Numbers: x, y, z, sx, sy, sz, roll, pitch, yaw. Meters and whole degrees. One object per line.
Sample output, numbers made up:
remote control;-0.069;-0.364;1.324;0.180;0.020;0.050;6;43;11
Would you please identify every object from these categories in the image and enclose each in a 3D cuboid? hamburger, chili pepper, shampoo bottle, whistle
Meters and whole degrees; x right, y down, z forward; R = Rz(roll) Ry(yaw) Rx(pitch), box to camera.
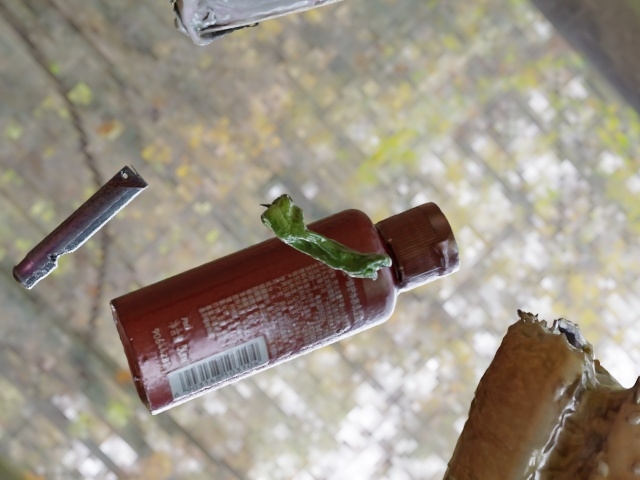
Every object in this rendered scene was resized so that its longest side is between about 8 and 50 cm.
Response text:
hamburger;0.235;0.263;1.634;0.287;0.268;0.445;-56;155;-4
chili pepper;0.000;0.001;1.269;0.034;0.091;0.030;-59;-177;31
shampoo bottle;-0.030;0.050;1.791;0.314;0.118;0.076;-22;-155;-12
whistle;-0.258;-0.014;2.133;0.176;0.033;0.033;-41;-165;8

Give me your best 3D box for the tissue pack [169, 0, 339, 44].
tissue pack;0.003;-0.251;1.169;0.215;0.123;0.257;-12;-134;7
